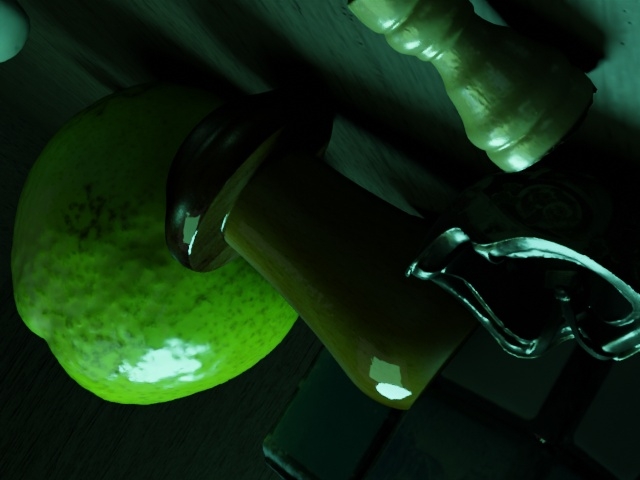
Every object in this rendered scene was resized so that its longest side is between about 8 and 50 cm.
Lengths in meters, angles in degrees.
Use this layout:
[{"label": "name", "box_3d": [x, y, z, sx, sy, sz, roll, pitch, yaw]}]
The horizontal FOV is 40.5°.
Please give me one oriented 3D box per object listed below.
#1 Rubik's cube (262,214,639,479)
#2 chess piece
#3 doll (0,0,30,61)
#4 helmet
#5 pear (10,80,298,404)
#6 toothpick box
[{"label": "Rubik's cube", "box_3d": [0.191, 0.200, 0.892, 0.313, 0.318, 0.316, 38, 172, -36]}, {"label": "chess piece", "box_3d": [0.074, -0.097, 0.435, 0.122, 0.066, 0.066, 40, 171, -16]}, {"label": "doll", "box_3d": [-0.457, -0.306, 0.760, 0.375, 0.187, 0.365, 19, -179, -9]}, {"label": "helmet", "box_3d": [0.157, 0.005, 0.590, 0.153, 0.107, 0.176, 39, 152, -28]}, {"label": "pear", "box_3d": [-0.187, 0.010, 1.036, 0.391, 0.391, 0.391, 32, 173, 4]}, {"label": "toothpick box", "box_3d": [0.003, 0.000, 0.750, 0.294, 0.192, 0.192, 39, 175, 14]}]
